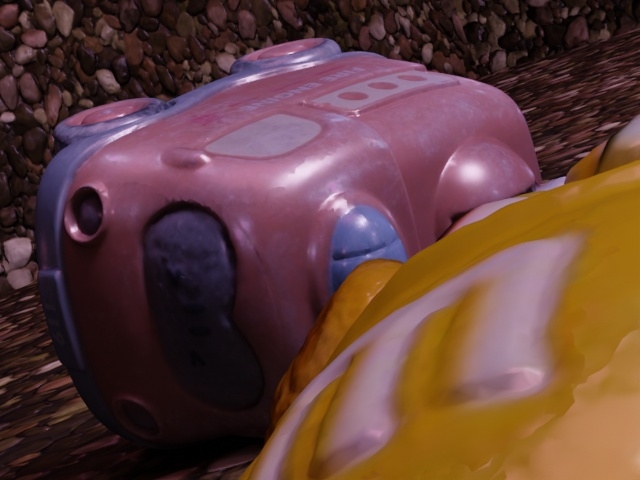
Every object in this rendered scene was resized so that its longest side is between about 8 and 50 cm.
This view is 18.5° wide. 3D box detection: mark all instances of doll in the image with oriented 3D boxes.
[{"bbox_3d":[0.039,0.095,0.386,0.348,0.161,0.423,-35,4,-8],"label":"doll"}]

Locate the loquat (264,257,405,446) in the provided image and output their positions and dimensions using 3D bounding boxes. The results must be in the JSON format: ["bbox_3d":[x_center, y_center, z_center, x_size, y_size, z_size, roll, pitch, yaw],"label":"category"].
[{"bbox_3d":[0.044,0.069,0.666,0.113,0.137,0.137,-47,9,-3],"label":"loquat"}]

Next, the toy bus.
[{"bbox_3d":[0.000,0.000,1.119,0.294,0.197,0.232,-23,18,-39],"label":"toy bus"}]
